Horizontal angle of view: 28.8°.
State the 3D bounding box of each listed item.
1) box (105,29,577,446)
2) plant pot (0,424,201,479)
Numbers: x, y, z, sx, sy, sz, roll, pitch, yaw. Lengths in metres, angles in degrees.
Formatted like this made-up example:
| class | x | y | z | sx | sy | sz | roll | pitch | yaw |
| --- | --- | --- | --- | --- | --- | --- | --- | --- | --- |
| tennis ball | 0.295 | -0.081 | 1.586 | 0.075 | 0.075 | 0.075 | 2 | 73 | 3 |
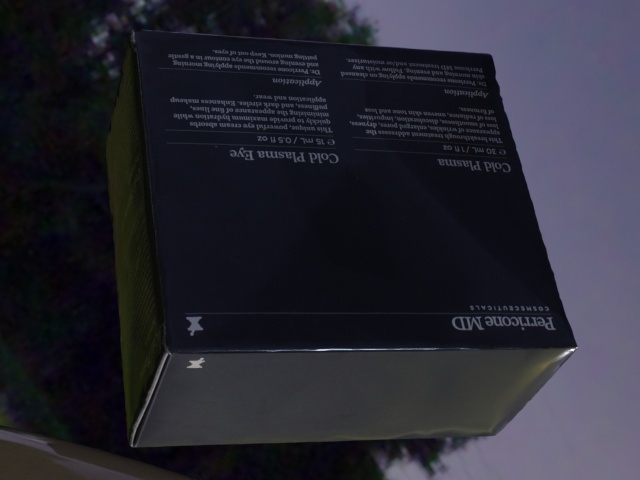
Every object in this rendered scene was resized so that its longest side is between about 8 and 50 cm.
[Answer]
| class | x | y | z | sx | sy | sz | roll | pitch | yaw |
| --- | --- | --- | --- | --- | --- | --- | --- | --- | --- |
| box | 0.000 | 0.000 | 1.083 | 0.179 | 0.343 | 0.312 | 116 | -30 | -52 |
| plant pot | -0.162 | 0.196 | 0.604 | 0.274 | 0.256 | 0.256 | 27 | -15 | 9 |
